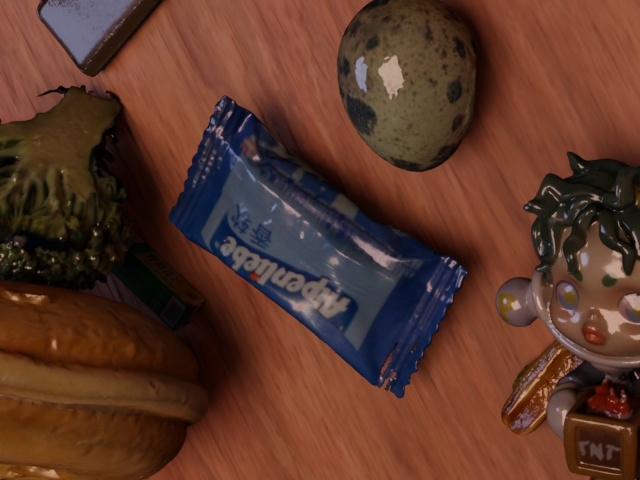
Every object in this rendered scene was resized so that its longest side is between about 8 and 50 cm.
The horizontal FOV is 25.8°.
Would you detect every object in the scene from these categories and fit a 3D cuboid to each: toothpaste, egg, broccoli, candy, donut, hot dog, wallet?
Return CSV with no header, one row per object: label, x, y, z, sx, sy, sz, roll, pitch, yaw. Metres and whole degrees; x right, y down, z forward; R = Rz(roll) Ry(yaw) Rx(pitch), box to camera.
toothpaste,-0.215,0.030,1.652,0.178,0.037,0.043,42,122,13
egg,0.088,-0.155,1.382,0.141,0.141,0.181,1,111,28
broccoli,-0.324,-0.040,1.584,0.242,0.273,0.180,26,130,-4
candy,-0.010,0.007,1.475,0.331,0.077,0.187,37,123,15
donut,-0.343,0.161,1.543,0.449,0.449,0.198,-3,75,29
hot dog,0.233,0.148,1.444,0.056,0.041,0.133,44,111,12
wallet,-0.234,-0.288,1.583,0.198,0.031,0.110,-43,81,29

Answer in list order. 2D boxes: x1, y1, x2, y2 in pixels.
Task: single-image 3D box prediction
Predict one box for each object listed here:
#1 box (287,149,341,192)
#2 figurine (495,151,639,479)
box,0.000,0.000,1.528,0.177,0.036,0.115,43,118,12
figurine,0.286,0.098,1.313,0.261,0.186,0.382,4,106,24
